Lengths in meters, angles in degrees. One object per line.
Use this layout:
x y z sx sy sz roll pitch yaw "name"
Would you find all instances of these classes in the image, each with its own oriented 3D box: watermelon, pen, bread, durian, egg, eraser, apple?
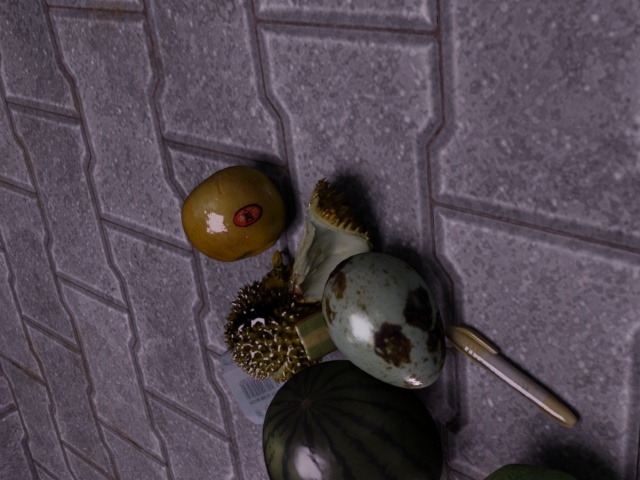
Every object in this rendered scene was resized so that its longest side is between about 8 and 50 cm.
0.058 0.350 1.347 0.279 0.279 0.359 21 161 39 "watermelon"
0.281 0.195 1.217 0.233 0.032 0.040 36 112 26 "pen"
0.034 0.136 1.350 0.084 0.139 0.074 -80 -31 -84 "bread"
-0.083 0.136 1.451 0.193 0.138 0.237 -10 85 24 "durian"
0.101 0.124 1.257 0.231 0.169 0.169 54 141 4 "egg"
-0.096 0.269 1.634 0.227 0.081 0.174 -31 85 52 "eraser"
-0.147 -0.041 1.426 0.155 0.182 0.182 55 141 4 "apple"
0.000 0.000 1.318 0.144 0.139 0.252 49 141 21 "durian"

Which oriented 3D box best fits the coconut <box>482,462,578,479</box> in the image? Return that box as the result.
0.320 0.481 1.149 0.328 0.281 0.328 26 128 38 "coconut"
